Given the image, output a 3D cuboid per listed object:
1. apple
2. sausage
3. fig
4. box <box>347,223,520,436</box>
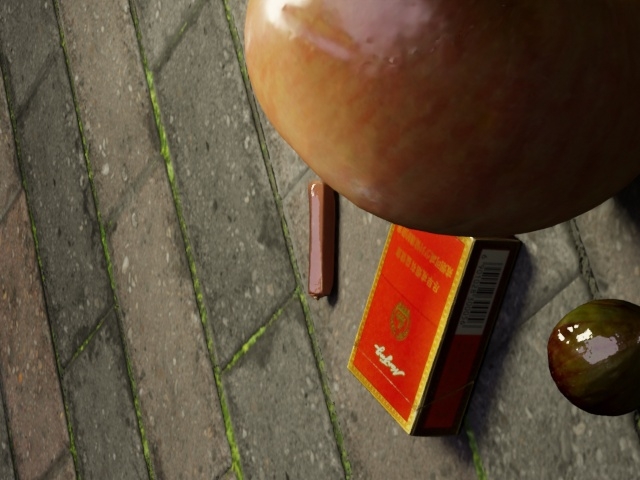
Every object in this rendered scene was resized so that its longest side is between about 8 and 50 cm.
[{"bbox_3d":[0.141,-0.194,1.550,0.346,0.391,0.391,-52,46,47],"label":"apple"},{"bbox_3d":[0.000,0.000,2.104,0.030,0.035,0.147,-1,89,56],"label":"sausage"},{"bbox_3d":[0.273,0.097,1.576,0.109,0.103,0.154,57,148,13],"label":"fig"},{"bbox_3d":[0.119,0.073,1.870,0.153,0.074,0.239,41,122,48],"label":"box"}]
